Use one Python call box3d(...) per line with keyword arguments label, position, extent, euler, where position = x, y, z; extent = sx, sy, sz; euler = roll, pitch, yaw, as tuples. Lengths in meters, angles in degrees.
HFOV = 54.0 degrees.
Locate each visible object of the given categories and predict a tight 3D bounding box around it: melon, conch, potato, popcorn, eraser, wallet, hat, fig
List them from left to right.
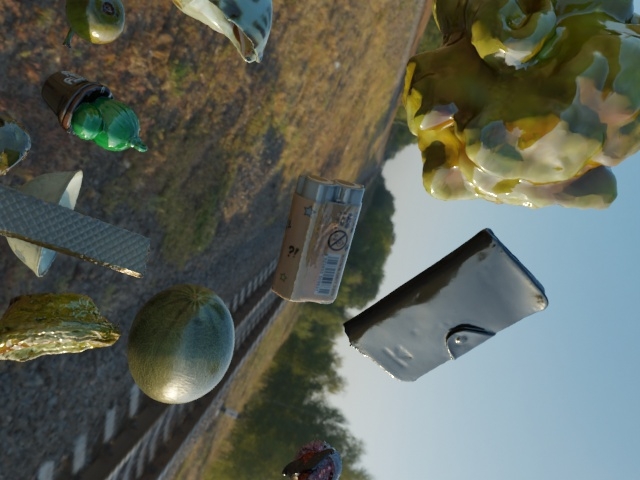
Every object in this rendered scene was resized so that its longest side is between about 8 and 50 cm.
box3d(label="potato", position=(-0.889, -0.248, 1.611), extent=(0.296, 0.141, 0.192), euler=(-14, 110, -53))
box3d(label="fig", position=(-0.577, -0.569, 1.601), extent=(0.186, 0.142, 0.148), euler=(22, -62, 56))
box3d(label="melon", position=(-0.313, 0.231, 1.426), extent=(0.302, 0.237, 0.238), euler=(-63, -179, 38))
box3d(label="conch", position=(-0.238, -0.591, 1.437), extent=(0.197, 0.368, 0.249), euler=(-52, -144, 6))
box3d(label="hat", position=(-0.031, 0.556, 1.469), extent=(0.227, 0.140, 0.129), euler=(-12, 100, -78))
box3d(label="eraser", position=(0.000, 0.000, 1.481), extent=(0.087, 0.171, 0.291), euler=(43, -57, 57))
box3d(label="wallet", position=(0.229, 0.141, 1.193), extent=(0.377, 0.197, 0.051), euler=(-37, -163, 31))
box3d(label="popcorn", position=(0.247, -0.158, 0.734), extent=(0.290, 0.321, 0.326), euler=(-64, -175, -16))

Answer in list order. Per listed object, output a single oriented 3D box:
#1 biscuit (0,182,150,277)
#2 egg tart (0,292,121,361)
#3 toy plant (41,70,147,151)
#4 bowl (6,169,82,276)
box3d(label="biscuit", position=(-0.522, -0.013, 1.322), extent=(0.054, 0.378, 0.094), euler=(-9, -115, 45))
box3d(label="egg tart", position=(-0.569, 0.178, 1.324), extent=(0.294, 0.293, 0.123), euler=(104, -22, -77))
box3d(label="toy plant", position=(-0.396, -0.218, 1.108), extent=(0.105, 0.200, 0.143), euler=(-57, 174, 15))
box3d(label="bowl", position=(-0.764, -0.069, 1.682), extent=(0.313, 0.146, 0.314), euler=(-161, -90, -76))
